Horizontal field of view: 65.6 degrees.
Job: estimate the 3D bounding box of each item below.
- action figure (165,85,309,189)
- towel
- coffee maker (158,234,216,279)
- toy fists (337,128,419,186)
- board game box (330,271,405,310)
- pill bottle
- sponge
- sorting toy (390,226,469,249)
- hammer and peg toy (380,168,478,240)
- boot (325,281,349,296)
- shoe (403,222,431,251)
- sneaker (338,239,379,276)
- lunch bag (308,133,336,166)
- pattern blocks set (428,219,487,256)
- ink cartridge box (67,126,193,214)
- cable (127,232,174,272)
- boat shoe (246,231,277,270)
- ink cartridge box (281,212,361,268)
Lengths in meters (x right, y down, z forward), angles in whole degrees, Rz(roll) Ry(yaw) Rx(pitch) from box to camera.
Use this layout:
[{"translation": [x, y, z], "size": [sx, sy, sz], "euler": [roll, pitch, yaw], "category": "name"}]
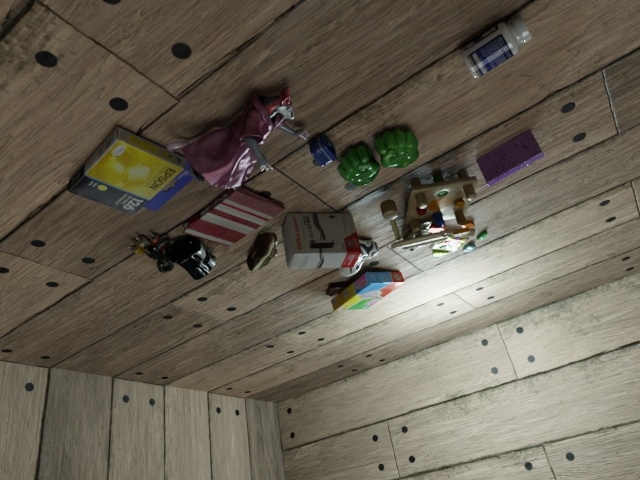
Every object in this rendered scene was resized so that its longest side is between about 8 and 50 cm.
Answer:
[{"translation": [-0.212, -0.316, 1.439], "size": [0.276, 0.248, 0.370], "euler": [43, 116, -3], "category": "action figure"}, {"translation": [-0.328, -0.084, 1.859], "size": [0.329, 0.037, 0.237], "euler": [-31, 146, 32], "category": "towel"}, {"translation": [-0.524, 0.073, 1.973], "size": [0.171, 0.120, 0.178], "euler": [-13, 150, 5], "category": "coffee maker"}, {"translation": [0.191, -0.274, 1.653], "size": [0.279, 0.096, 0.142], "euler": [-22, 146, 20], "category": "toy fists"}, {"translation": [0.238, 0.259, 2.530], "size": [0.242, 0.064, 0.316], "euler": [2, 148, -37], "category": "board game box"}, {"translation": [0.472, -0.522, 1.336], "size": [0.169, 0.094, 0.094], "euler": [-29, 145, 28], "category": "pill bottle"}, {"translation": [0.665, -0.290, 1.753], "size": [0.210, 0.117, 0.031], "euler": [-31, 141, 29], "category": "sponge"}, {"translation": [0.456, -0.015, 2.037], "size": [0.308, 0.041, 0.229], "euler": [-15, 173, 20], "category": "sorting toy"}, {"translation": [0.402, -0.136, 1.915], "size": [0.362, 0.127, 0.266], "euler": [-10, 151, -1], "category": "hammer and peg toy"}, {"translation": [0.085, 0.251, 2.534], "size": [0.107, 0.037, 0.114], "euler": [-2, 150, -9], "category": "boot"}, {"translation": [0.429, -0.028, 2.161], "size": [0.077, 0.058, 0.219], "euler": [0, 147, -17], "category": "shoe"}, {"translation": [0.128, 0.069, 2.193], "size": [0.153, 0.094, 0.235], "euler": [20, 137, -39], "category": "sneaker"}, {"translation": [0.009, -0.293, 1.590], "size": [0.065, 0.067, 0.098], "euler": [-24, 145, 19], "category": "lunch bag"}, {"translation": [0.607, -0.002, 2.294], "size": [0.325, 0.026, 0.285], "euler": [-3, 148, -14], "category": "pattern blocks set"}, {"translation": [-0.576, -0.193, 1.572], "size": [0.304, 0.072, 0.307], "euler": [-33, 141, 31], "category": "ink cartridge box"}, {"translation": [-0.638, 0.043, 1.975], "size": [0.140, 0.072, 0.287], "euler": [-28, 161, -3], "category": "cable"}, {"translation": [-0.222, 0.038, 2.051], "size": [0.095, 0.095, 0.257], "euler": [-8, 158, -33], "category": "boat shoe"}, {"translation": [0.000, 0.000, 1.939], "size": [0.273, 0.196, 0.114], "euler": [-2, 146, -16], "category": "ink cartridge box"}]
